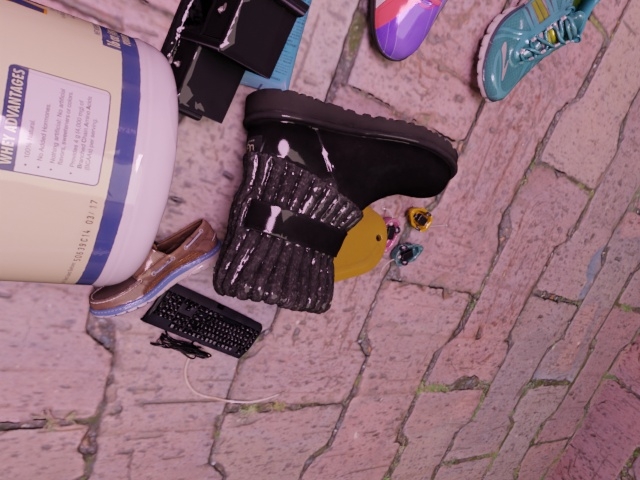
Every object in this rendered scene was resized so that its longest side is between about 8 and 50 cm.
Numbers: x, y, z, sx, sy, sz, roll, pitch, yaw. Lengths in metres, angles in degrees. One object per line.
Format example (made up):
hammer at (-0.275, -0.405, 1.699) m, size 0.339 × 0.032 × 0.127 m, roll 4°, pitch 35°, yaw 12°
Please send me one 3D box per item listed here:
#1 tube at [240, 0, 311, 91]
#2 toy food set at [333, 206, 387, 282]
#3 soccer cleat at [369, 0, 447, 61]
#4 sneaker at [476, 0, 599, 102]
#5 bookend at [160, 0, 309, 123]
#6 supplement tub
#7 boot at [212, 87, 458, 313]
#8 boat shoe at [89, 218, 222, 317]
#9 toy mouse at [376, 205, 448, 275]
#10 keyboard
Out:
tube at (-0.042, -0.281, 0.561) m, size 0.080 × 0.052 × 0.207 m, roll 8°, pitch 115°, yaw -31°
toy food set at (0.000, 0.000, 0.734) m, size 0.217 × 0.071 × 0.128 m, roll -11°, pitch 95°, yaw -31°
soccer cleat at (0.163, -0.383, 0.588) m, size 0.108 × 0.116 × 0.319 m, roll 15°, pitch 106°, yaw -37°
sneaker at (0.353, -0.337, 0.743) m, size 0.275 × 0.110 × 0.107 m, roll -50°, pitch 130°, yaw 1°
bookend at (-0.108, -0.194, 0.492) m, size 0.072 × 0.156 × 0.157 m, roll 18°, pitch 105°, yaw -38°
supplement tub at (-0.305, -0.089, 0.370) m, size 0.324 × 0.235 × 0.236 m, roll 8°, pitch 110°, yaw -36°
boot at (0.034, -0.030, 0.636) m, size 0.347 × 0.131 × 0.261 m, roll 8°, pitch 83°, yaw -26°
boat shoe at (-0.219, 0.029, 0.609) m, size 0.183 × 0.066 × 0.066 m, roll -33°, pitch 124°, yaw -26°
toy mouse at (0.138, -0.002, 0.838) m, size 0.161 × 0.031 × 0.143 m, roll 26°, pitch 99°, yaw -39°
keyboard at (-0.175, 0.142, 0.711) m, size 0.192 × 0.038 × 0.100 m, roll 35°, pitch 94°, yaw -39°
